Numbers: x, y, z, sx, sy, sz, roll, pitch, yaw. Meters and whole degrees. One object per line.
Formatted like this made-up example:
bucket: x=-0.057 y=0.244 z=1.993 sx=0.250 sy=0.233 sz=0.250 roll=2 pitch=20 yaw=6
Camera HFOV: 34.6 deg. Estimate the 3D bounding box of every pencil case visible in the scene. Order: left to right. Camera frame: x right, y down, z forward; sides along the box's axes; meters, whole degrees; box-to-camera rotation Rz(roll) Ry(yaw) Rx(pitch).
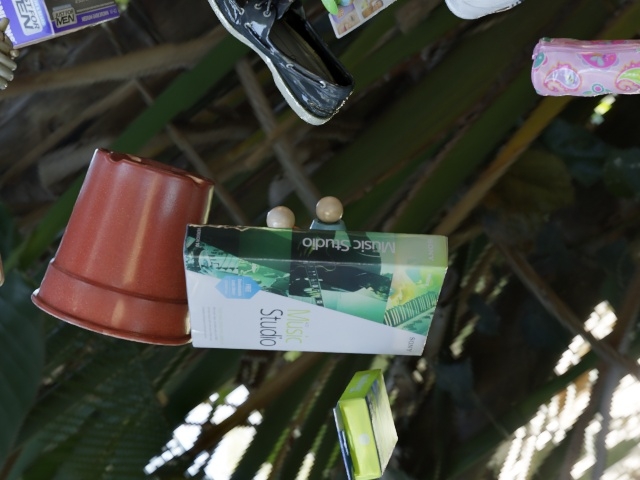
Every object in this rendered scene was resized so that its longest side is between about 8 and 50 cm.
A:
pencil case: x=0.552 y=-0.335 z=1.967 sx=0.124 sy=0.284 sz=0.124 roll=-16 pitch=-71 yaw=-61

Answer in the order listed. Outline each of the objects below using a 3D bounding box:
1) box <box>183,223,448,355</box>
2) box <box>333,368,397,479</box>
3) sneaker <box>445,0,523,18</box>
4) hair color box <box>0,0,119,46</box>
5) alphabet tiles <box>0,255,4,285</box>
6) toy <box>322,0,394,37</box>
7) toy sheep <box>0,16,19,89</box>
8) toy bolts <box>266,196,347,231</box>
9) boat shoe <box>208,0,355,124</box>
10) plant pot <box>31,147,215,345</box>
box: x=-0.010 y=0.069 z=1.333 sx=0.232 sy=0.322 sz=0.058 roll=95 pitch=176 yaw=-56
box: x=0.062 y=0.245 z=1.372 sx=0.178 sy=0.042 sz=0.109 roll=-33 pitch=-70 yaw=-77
sneaker: x=0.334 y=-0.463 z=1.621 sx=0.137 sy=0.366 sz=0.210 roll=58 pitch=-151 yaw=-7
hair color box: x=-0.517 y=-0.352 z=1.639 sx=0.185 sy=0.339 sz=0.110 roll=-42 pitch=-62 yaw=-60
alphabet tiles: x=-0.647 y=0.035 z=1.606 sx=0.021 sy=0.284 sz=0.278 roll=109 pitch=149 yaw=-81
toy: x=0.107 y=-0.417 z=1.558 sx=0.056 sy=0.237 sz=0.137 roll=45 pitch=166 yaw=47
toy sheep: x=-0.459 y=-0.247 z=1.415 sx=0.091 sy=0.132 sz=0.091 roll=29 pitch=174 yaw=3
toy bolts: x=0.000 y=0.000 z=2.191 sx=0.228 sy=0.218 sz=0.158 roll=-25 pitch=-58 yaw=-55
boat shoe: x=-0.064 y=-0.354 z=1.700 sx=0.127 sy=0.113 sz=0.340 roll=-37 pitch=-85 yaw=-43
plant pot: x=-0.304 y=0.001 z=1.680 sx=0.272 sy=0.265 sz=0.272 roll=16 pitch=-175 yaw=-2
